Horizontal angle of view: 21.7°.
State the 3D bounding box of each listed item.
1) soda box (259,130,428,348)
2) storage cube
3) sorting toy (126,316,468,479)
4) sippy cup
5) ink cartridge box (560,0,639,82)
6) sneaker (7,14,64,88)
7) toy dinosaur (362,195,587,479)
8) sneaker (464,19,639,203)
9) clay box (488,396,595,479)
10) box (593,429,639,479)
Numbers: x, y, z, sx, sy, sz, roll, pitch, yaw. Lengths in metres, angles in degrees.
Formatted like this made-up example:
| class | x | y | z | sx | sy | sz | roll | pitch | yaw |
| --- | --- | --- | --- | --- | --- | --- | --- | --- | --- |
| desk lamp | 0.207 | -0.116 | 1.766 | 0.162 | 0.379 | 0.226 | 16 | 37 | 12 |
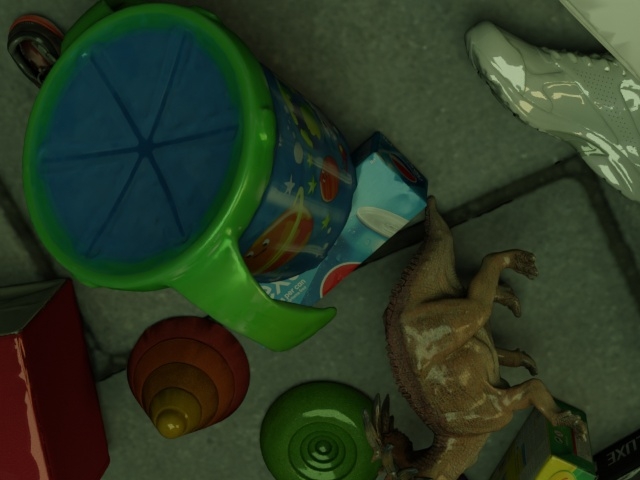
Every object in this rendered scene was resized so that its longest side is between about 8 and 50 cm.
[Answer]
| class | x | y | z | sx | sy | sz | roll | pitch | yaw |
| --- | --- | --- | --- | --- | --- | --- | --- | --- | --- |
| soda box | 0.000 | 0.000 | 1.525 | 0.210 | 0.067 | 0.071 | -42 | 103 | 18 |
| storage cube | -0.318 | 0.159 | 1.539 | 0.184 | 0.215 | 0.193 | -8 | 104 | 8 |
| sorting toy | -0.022 | 0.204 | 1.575 | 0.366 | 0.126 | 0.127 | 27 | 111 | -5 |
| sippy cup | -0.091 | -0.060 | 1.402 | 0.240 | 0.224 | 0.305 | -1 | 80 | 31 |
| ink cartridge box | 0.319 | -0.270 | 1.322 | 0.278 | 0.201 | 0.117 | -41 | 103 | 18 |
| sneaker | -0.220 | -0.135 | 1.490 | 0.158 | 0.065 | 0.061 | 36 | 110 | -9 |
| toy dinosaur | 0.104 | 0.113 | 1.486 | 0.200 | 0.127 | 0.295 | -16 | 92 | -10 |
| sneaker | 0.231 | -0.136 | 1.453 | 0.232 | 0.090 | 0.115 | 33 | 104 | -18 |
| clay box | 0.181 | 0.268 | 1.582 | 0.053 | 0.127 | 0.222 | 25 | 112 | -5 |
| box | 0.410 | 0.299 | 1.603 | 0.242 | 0.076 | 0.307 | -32 | 105 | 15 |
